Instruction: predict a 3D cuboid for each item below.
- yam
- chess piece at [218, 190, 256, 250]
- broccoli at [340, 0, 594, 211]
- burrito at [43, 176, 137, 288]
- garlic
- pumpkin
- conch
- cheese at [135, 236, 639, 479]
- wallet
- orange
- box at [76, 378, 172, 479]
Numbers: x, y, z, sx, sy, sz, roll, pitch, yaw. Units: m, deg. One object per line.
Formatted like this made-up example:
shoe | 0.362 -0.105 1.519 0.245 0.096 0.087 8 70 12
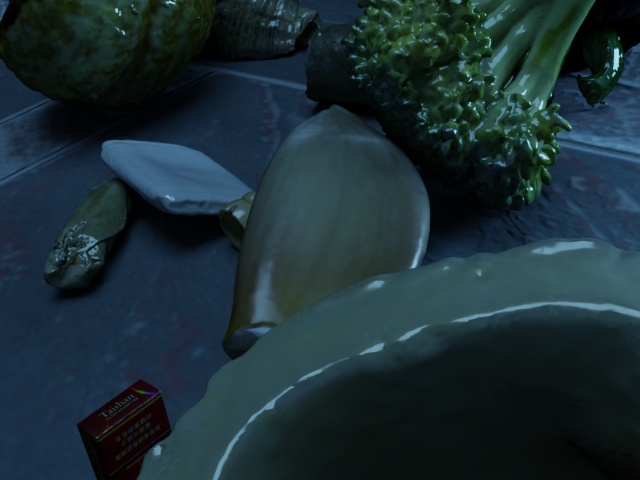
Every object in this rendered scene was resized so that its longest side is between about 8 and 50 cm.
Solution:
yam | 0.109 -0.201 1.027 0.259 0.106 0.106 9 36 26
chess piece | -0.037 -0.039 0.847 0.122 0.066 0.066 -33 39 -28
broccoli | 0.156 -0.172 0.817 0.247 0.243 0.263 13 34 -50
burrito | -0.219 -0.014 0.867 0.058 0.045 0.188 9 30 -2
garlic | 0.009 0.002 0.722 0.143 0.112 0.318 19 35 -3
pumpkin | 0.296 -0.266 1.011 0.248 0.248 0.248 -6 32 4
conch | -0.100 -0.341 1.305 0.245 0.163 0.178 37 85 28
cheese | 0.075 0.169 0.341 0.292 0.153 0.332 -16 46 9
wallet | -0.144 -0.062 0.909 0.124 0.032 0.183 0 22 -36
orange | -0.257 -0.292 1.153 0.271 0.210 0.369 -26 27 29
box | -0.119 0.136 0.568 0.023 0.082 0.051 23 44 38
